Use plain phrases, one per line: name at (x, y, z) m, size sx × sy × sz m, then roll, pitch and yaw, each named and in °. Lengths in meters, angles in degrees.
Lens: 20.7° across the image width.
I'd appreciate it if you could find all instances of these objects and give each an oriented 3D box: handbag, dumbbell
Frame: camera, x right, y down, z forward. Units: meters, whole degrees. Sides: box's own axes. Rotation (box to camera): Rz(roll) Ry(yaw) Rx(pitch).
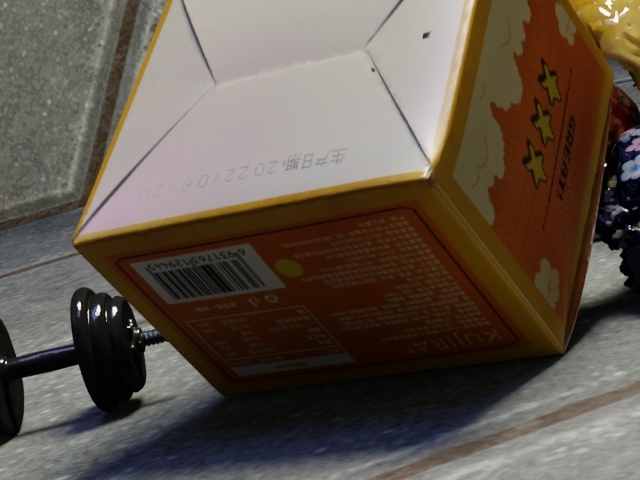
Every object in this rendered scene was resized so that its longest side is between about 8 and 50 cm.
handbag at (0.298, -0.043, 1.263) m, size 0.207 × 0.127 × 0.229 m, roll -10°, pitch 17°, yaw 24°
dumbbell at (-0.212, 0.093, 1.344) m, size 0.208 × 0.099 × 0.099 m, roll -13°, pitch 8°, yaw 5°

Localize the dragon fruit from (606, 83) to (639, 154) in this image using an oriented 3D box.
dragon fruit at (0.230, -0.074, 1.636) m, size 0.153 × 0.153 × 0.111 m, roll -13°, pitch 26°, yaw 16°

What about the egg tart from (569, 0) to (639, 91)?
egg tart at (0.410, -0.196, 1.537) m, size 0.443 × 0.178 × 0.443 m, roll 1°, pitch 36°, yaw -1°

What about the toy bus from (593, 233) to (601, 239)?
toy bus at (0.282, -0.040, 1.538) m, size 0.172 × 0.057 × 0.072 m, roll -14°, pitch 17°, yaw 9°

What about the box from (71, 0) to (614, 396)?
box at (0.028, -0.056, 1.225) m, size 0.283 × 0.214 × 0.260 m, roll -9°, pitch 47°, yaw 32°
